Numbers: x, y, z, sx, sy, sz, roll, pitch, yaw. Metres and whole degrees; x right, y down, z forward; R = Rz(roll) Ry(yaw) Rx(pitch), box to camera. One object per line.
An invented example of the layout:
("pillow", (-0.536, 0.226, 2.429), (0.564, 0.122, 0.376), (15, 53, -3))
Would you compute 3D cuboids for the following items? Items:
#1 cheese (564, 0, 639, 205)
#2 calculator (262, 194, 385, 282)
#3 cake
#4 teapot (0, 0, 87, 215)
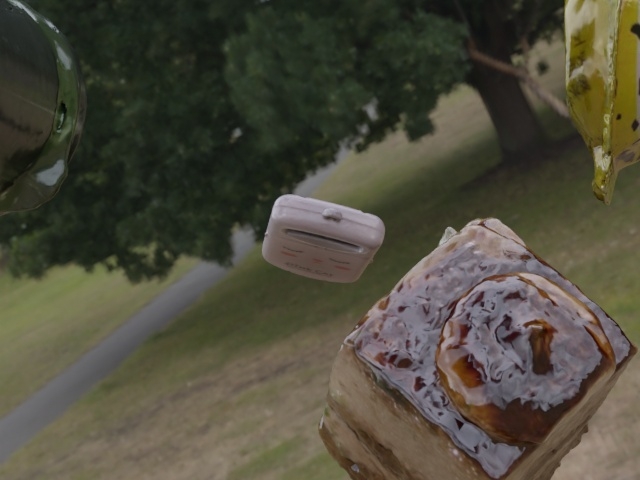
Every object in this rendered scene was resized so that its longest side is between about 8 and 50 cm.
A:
("cheese", (0.166, -0.145, 0.571), (0.064, 0.250, 0.156), (3, -8, 18))
("calculator", (0.000, 0.000, 0.968), (0.100, 0.032, 0.175), (14, -17, -3))
("cake", (0.121, 0.117, 0.897), (0.196, 0.198, 0.293), (-37, -23, -21))
("teapot", (-0.304, -0.130, 0.686), (0.200, 0.270, 0.337), (-50, -8, 1))
